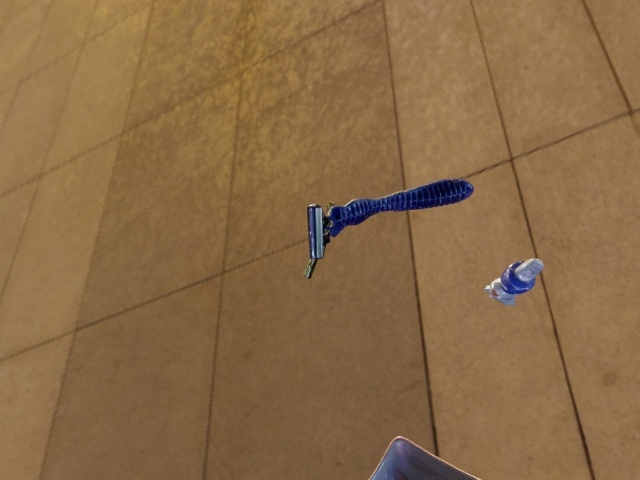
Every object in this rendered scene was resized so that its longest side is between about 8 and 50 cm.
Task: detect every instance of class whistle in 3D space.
[{"bbox_3d":[0.179,0.038,0.659,0.029,0.033,0.083,-60,-1,-29],"label":"whistle"}]

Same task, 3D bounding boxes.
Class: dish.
[{"bbox_3d":[0.165,0.407,1.076,0.212,0.077,0.151,19,60,41],"label":"dish"}]

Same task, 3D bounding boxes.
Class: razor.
[{"bbox_3d":[0.054,-0.028,0.573,0.154,0.044,0.028,-16,27,-25],"label":"razor"}]

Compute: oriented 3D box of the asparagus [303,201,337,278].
[{"bbox_3d":[0.000,0.000,0.987,0.015,0.018,0.127,37,126,26],"label":"asparagus"}]
